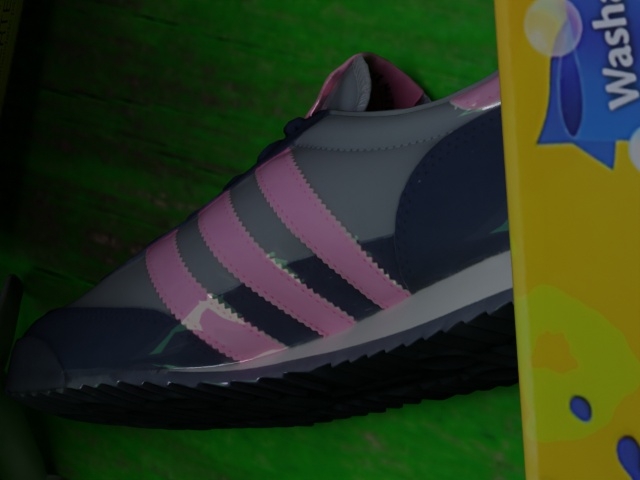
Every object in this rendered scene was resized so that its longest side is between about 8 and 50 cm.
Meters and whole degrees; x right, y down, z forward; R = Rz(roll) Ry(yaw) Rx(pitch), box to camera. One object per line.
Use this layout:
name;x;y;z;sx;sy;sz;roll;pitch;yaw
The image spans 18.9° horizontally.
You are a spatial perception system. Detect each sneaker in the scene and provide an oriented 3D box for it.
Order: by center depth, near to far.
sneaker;0.000;0.000;0.773;0.319;0.112;0.131;-14;69;35

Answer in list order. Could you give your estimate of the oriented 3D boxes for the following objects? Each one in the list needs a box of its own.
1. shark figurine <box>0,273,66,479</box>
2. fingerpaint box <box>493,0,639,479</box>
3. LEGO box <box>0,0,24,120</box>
shark figurine;-0.173;0.132;0.885;0.116;0.166;0.278;-10;121;5
fingerpaint box;0.234;-0.034;0.428;0.371;0.163;0.444;2;107;22
LEGO box;-0.228;-0.206;0.660;0.193;0.372;0.500;15;100;9
